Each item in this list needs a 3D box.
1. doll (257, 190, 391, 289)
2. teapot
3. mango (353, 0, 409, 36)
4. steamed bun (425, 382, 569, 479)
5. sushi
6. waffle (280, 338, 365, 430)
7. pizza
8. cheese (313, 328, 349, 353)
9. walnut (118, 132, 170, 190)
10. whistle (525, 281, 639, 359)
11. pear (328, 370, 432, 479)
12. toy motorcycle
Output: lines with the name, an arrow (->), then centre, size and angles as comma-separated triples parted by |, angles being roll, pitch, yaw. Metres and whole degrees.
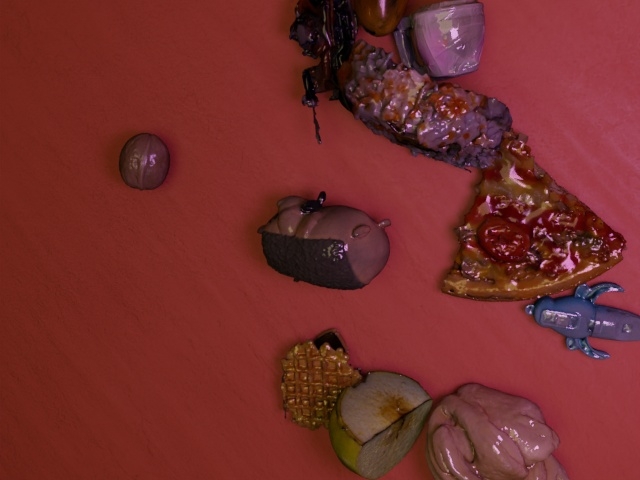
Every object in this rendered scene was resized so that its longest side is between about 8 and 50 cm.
doll -> 0.000, 0.000, 1.691 | 0.349, 0.247, 0.248 | 1, 100, 36
teapot -> 0.272, -0.455, 1.547 | 0.221, 0.163, 0.178 | -3, 105, 20
mango -> 0.148, -0.590, 1.560 | 0.136, 0.166, 0.236 | 17, 69, -21
steamed bun -> 0.425, 0.547, 1.624 | 0.324, 0.230, 0.373 | -12, 92, 18
sushi -> 0.230, -0.287, 1.474 | 0.417, 0.417, 0.176 | 27, 96, 14
waffle -> -0.005, 0.397, 1.823 | 0.262, 0.060, 0.280 | 46, 116, -3
pizza -> 0.454, -0.058, 1.565 | 0.439, 0.130, 0.406 | -16, 95, 21
cheese -> -0.005, 0.308, 1.837 | 0.162, 0.036, 0.086 | -29, 94, 22
walnut -> -0.495, -0.221, 1.876 | 0.140, 0.140, 0.162 | 12, 92, 18
whistle -> 0.622, 0.184, 1.565 | 0.273, 0.093, 0.186 | 10, 104, 15
pear -> 0.137, 0.491, 1.732 | 0.159, 0.292, 0.293 | 35, 110, 38
toy motorcycle -> 0.008, -0.446, 1.650 | 0.207, 0.134, 0.401 | -2, 102, 50
